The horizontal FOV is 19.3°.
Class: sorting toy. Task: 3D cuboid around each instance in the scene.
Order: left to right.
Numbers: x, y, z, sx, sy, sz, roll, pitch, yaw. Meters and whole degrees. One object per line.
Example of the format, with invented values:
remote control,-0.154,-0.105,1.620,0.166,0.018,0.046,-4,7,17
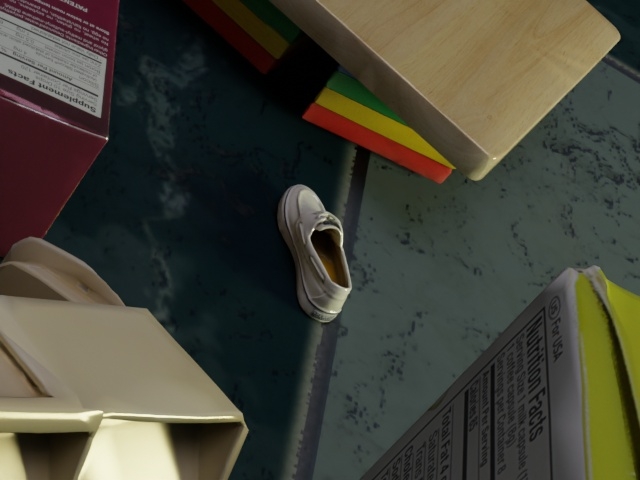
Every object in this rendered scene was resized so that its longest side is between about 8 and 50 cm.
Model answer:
sorting toy,0.045,-0.155,1.274,0.255,0.089,0.257,42,35,4

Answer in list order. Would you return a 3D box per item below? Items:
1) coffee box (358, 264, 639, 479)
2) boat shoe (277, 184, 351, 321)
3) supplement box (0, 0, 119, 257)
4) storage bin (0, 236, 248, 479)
coffee box,0.136,0.282,0.665,0.337,0.334,0.338,27,37,-17
boat shoe,0.000,0.000,1.111,0.035,0.035,0.100,18,41,-27
supplement box,-0.165,-0.095,1.010,0.081,0.104,0.188,23,39,-22
storage bin,-0.187,0.107,0.467,0.123,0.260,0.262,45,19,29
